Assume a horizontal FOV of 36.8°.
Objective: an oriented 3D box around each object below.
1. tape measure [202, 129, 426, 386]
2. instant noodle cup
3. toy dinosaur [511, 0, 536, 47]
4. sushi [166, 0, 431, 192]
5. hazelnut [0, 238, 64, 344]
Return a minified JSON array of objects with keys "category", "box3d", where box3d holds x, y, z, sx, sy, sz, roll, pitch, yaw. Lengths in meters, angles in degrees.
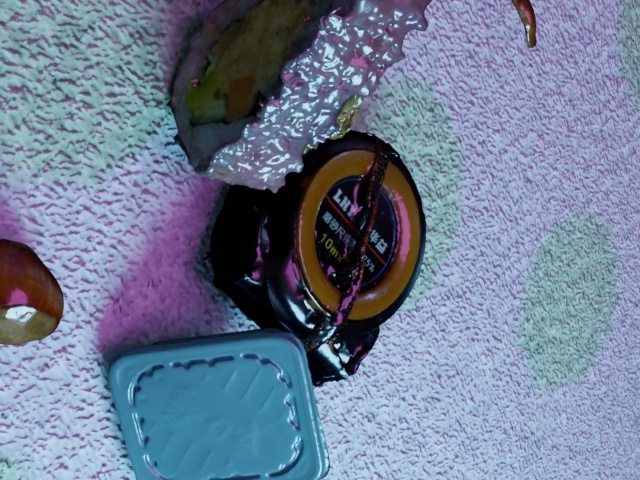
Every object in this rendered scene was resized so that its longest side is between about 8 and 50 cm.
[{"category":"tape measure","box3d":[0.000,0.000,0.925,0.202,0.135,0.223,46,65,-30]},{"category":"instant noodle cup","box3d":[-0.087,0.147,0.863,0.070,0.179,0.157,-77,158,-67]},{"category":"toy dinosaur","box3d":[0.101,-0.397,0.881,0.432,0.097,0.208,43,48,-12]},{"category":"sushi","box3d":[-0.029,-0.154,0.804,0.107,0.161,0.241,17,124,-41]},{"category":"hazelnut","box3d":[-0.240,0.039,0.738,0.086,0.086,0.086,-12,108,-42]}]
